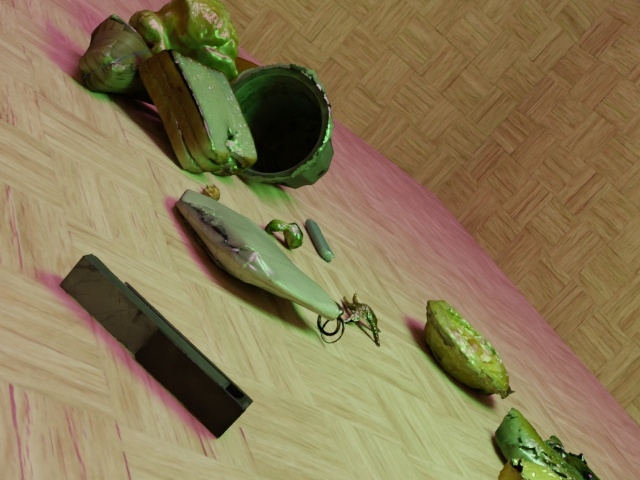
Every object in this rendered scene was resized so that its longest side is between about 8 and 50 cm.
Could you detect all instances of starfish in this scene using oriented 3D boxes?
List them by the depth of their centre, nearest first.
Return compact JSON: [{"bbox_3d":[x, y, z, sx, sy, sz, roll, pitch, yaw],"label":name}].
[{"bbox_3d":[0.082,0.148,1.772,0.133,0.041,0.130,46,15,18],"label":"starfish"}]

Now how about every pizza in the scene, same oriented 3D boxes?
[{"bbox_3d":[-0.211,-0.091,1.751,0.037,0.016,0.083,40,16,-12],"label":"pizza"}]

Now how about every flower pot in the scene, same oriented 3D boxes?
[{"bbox_3d":[-0.079,-0.243,2.135,0.290,0.290,0.259,46,2,19],"label":"flower pot"}]

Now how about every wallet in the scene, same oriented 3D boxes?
[{"bbox_3d":[-0.112,0.027,1.559,0.275,0.068,0.335,34,8,-46],"label":"wallet"}]

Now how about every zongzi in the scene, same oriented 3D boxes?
[{"bbox_3d":[-0.381,-0.313,1.843,0.256,0.115,0.228,56,15,-29],"label":"zongzi"}]

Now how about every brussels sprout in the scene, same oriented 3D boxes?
[{"bbox_3d":[-0.072,-0.018,1.845,0.083,0.046,0.051,34,56,-29],"label":"brussels sprout"}]

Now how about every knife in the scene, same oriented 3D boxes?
[{"bbox_3d":[0.000,0.000,2.055,0.044,0.023,0.162,32,16,-29],"label":"knife"}]

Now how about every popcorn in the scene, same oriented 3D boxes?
[{"bbox_3d":[-0.322,-0.458,2.117,0.276,0.276,0.225,35,13,-27],"label":"popcorn"}]

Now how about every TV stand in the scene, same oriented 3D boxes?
[{"bbox_3d":[-0.189,0.119,1.045,0.256,0.049,0.040,42,11,4],"label":"TV stand"}]

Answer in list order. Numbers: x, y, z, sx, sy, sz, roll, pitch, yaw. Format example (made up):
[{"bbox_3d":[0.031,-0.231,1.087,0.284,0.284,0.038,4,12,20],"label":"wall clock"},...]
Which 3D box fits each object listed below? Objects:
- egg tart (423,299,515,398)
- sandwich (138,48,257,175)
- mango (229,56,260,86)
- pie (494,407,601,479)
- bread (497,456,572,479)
[{"bbox_3d":[0.320,0.252,2.034,0.279,0.095,0.279,44,13,-13],"label":"egg tart"},{"bbox_3d":[-0.240,-0.252,1.876,0.249,0.095,0.273,65,15,6],"label":"sandwich"},{"bbox_3d":[-0.237,-0.405,2.384,0.317,0.173,0.211,35,14,31],"label":"mango"},{"bbox_3d":[0.495,0.482,1.823,0.371,0.078,0.296,31,18,-43],"label":"pie"},{"bbox_3d":[0.358,0.456,1.361,0.160,0.147,0.260,22,16,-34],"label":"bread"}]
